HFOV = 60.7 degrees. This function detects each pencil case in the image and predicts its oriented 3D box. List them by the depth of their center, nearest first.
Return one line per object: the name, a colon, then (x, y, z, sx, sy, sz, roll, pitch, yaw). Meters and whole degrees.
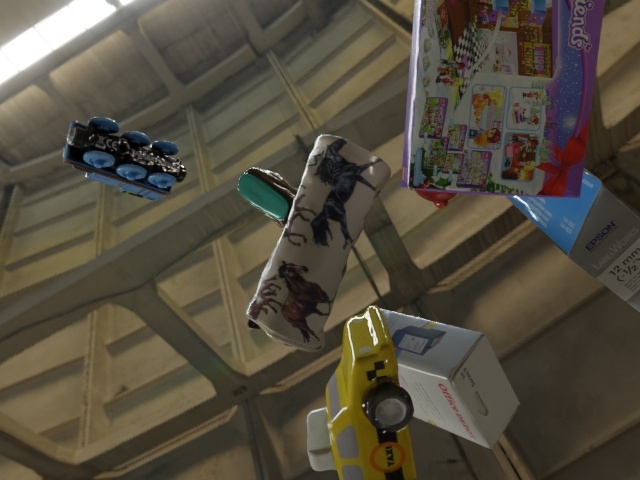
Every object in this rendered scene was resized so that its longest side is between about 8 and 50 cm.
pencil case: (0.000, 0.000, 1.038, 0.160, 0.183, 0.410, 21, -99, 5)

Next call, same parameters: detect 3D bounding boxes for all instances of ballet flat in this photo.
ballet flat: (-0.041, -0.054, 1.245, 0.342, 0.116, 0.124, 39, -147, 23)

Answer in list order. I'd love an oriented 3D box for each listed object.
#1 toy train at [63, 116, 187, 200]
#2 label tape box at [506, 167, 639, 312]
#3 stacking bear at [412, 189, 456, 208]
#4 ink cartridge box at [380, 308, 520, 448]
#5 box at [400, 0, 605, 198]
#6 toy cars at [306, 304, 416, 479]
toy train: (-0.297, -0.119, 0.826, 0.105, 0.184, 0.080, -18, -115, 42)
label tape box: (0.398, -0.045, 0.863, 0.115, 0.348, 0.249, -52, -157, 19)
stacking bear: (0.289, -0.211, 1.140, 0.175, 0.164, 0.289, 35, -70, 22)
ink cartridge box: (0.166, 0.201, 0.823, 0.093, 0.154, 0.212, -44, -154, -24)
box: (0.205, -0.198, 0.624, 0.201, 0.293, 0.057, 4, -172, -2)
toy cars: (0.046, 0.212, 0.540, 0.087, 0.393, 0.176, -11, -123, 2)
